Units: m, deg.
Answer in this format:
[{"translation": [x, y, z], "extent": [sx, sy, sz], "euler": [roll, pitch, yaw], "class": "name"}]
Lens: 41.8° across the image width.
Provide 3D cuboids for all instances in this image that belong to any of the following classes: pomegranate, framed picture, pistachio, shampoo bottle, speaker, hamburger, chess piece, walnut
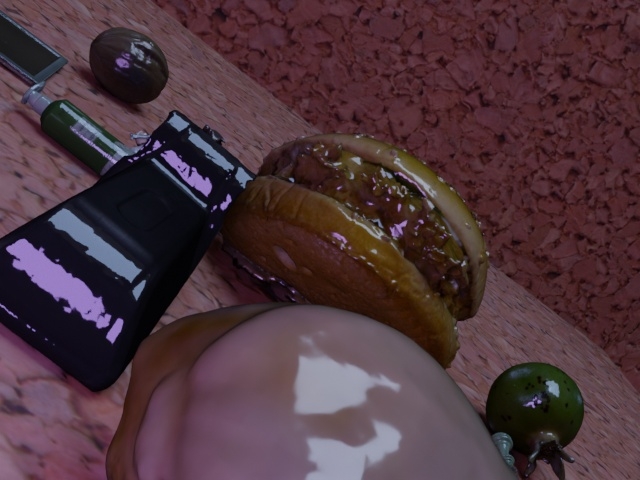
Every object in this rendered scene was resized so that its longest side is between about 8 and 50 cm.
[{"translation": [0.397, 0.332, 1.535], "extent": [0.181, 0.181, 0.224], "euler": [35, 32, -21], "class": "pomegranate"}, {"translation": [-0.582, -0.374, 1.434], "extent": [0.296, 0.019, 0.232], "euler": [37, 14, -15], "class": "framed picture"}, {"translation": [0.023, 0.221, 0.617], "extent": [0.445, 0.281, 0.365], "euler": [40, 17, 17], "class": "pistachio"}, {"translation": [-0.356, -0.158, 1.257], "extent": [0.204, 0.065, 0.065], "euler": [39, 14, -6], "class": "shampoo bottle"}, {"translation": [-0.211, -0.015, 0.943], "extent": [0.180, 0.184, 0.388], "euler": [39, 15, -7], "class": "speaker"}, {"translation": [0.076, -0.022, 1.279], "extent": [0.445, 0.268, 0.287], "euler": [35, -28, 9], "class": "hamburger"}, {"translation": [0.316, 0.374, 1.439], "extent": [0.042, 0.042, 0.093], "euler": [36, 21, -16], "class": "chess piece"}, {"translation": [-0.376, -0.345, 1.653], "extent": [0.162, 0.140, 0.140], "euler": [48, 5, -42], "class": "walnut"}]

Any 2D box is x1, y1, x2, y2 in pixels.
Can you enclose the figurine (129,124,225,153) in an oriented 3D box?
[{"translation": [-0.239, -0.129, 1.404], "extent": [0.137, 0.112, 0.229], "euler": [37, 25, 22], "class": "figurine"}]
